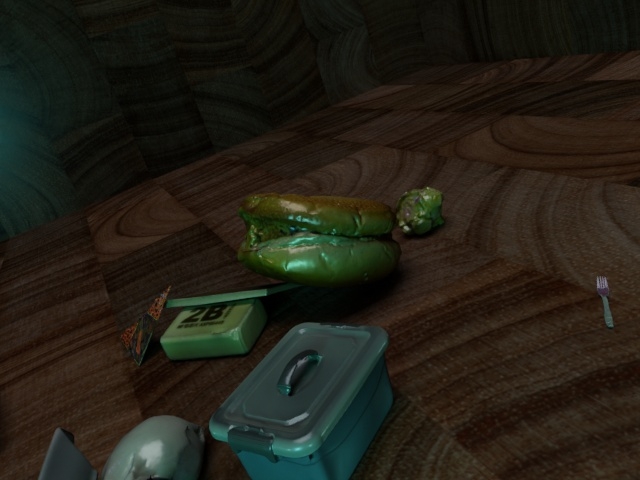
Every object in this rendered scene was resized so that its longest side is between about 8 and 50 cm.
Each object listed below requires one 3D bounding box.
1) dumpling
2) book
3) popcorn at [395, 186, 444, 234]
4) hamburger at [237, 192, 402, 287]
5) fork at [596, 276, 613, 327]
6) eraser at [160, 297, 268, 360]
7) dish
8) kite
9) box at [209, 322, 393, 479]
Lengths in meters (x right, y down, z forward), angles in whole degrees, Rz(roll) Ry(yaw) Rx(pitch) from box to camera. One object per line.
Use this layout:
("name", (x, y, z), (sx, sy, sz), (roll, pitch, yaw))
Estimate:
("dumpling", (-0.230, 0.298, 0.724), (0.150, 0.092, 0.176), (-28, 27, 21))
("book", (-0.171, 0.107, 1.124), (0.242, 0.018, 0.170), (-9, -1, 24))
("popcorn", (0.216, -0.066, 1.208), (0.097, 0.109, 0.089), (44, 24, 28))
("hamburger", (0.000, 0.000, 1.064), (0.314, 0.170, 0.290), (2, 4, -31))
("fork", (0.408, 0.089, 0.799), (0.016, 0.012, 0.115), (-13, 27, 25))
("eraser", (-0.196, 0.164, 1.040), (0.172, 0.058, 0.117), (-9, 24, 22))
("dish", (-0.306, 0.331, 0.662), (0.064, 0.154, 0.234), (10, 17, -18))
("kite", (-0.351, 0.191, 1.096), (0.222, 0.008, 0.125), (-42, 42, 32))
("box", (-0.011, 0.203, 0.705), (0.162, 0.130, 0.227), (-3, 26, 36))
